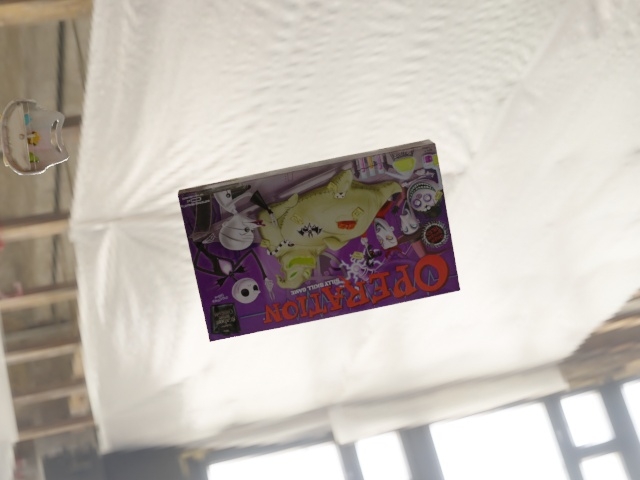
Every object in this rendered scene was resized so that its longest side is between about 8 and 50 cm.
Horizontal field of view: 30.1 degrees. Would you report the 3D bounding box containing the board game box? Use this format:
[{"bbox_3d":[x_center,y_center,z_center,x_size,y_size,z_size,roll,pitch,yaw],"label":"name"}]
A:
[{"bbox_3d":[0.000,0.000,1.587,0.347,0.208,0.056,-12,15,-3],"label":"board game box"}]

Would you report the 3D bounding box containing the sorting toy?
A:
[{"bbox_3d":[-0.314,-0.114,1.327,0.045,0.083,0.075,-5,2,43],"label":"sorting toy"}]
